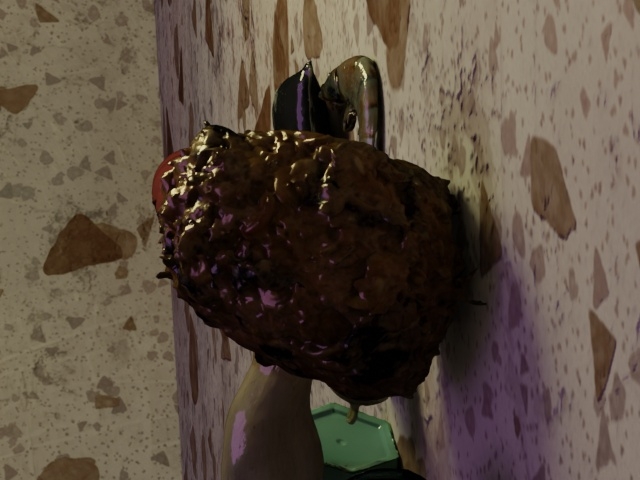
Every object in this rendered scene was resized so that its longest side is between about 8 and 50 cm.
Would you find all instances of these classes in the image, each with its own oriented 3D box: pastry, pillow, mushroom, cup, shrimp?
[{"bbox_3d":[0.000,0.000,1.403,0.193,0.275,0.275,-57,3,-13],"label":"pastry"},{"bbox_3d":[-0.019,-0.111,1.922,0.208,0.055,0.141,-163,69,-84],"label":"pillow"},{"bbox_3d":[-0.039,0.169,1.570,0.097,0.088,0.212,-44,-41,-74],"label":"mushroom"},{"bbox_3d":[-0.004,0.277,1.705,0.148,0.134,0.235,-55,-22,-57],"label":"cup"},{"bbox_3d":[0.027,-0.099,1.754,0.195,0.035,0.148,-179,84,-79],"label":"shrimp"}]

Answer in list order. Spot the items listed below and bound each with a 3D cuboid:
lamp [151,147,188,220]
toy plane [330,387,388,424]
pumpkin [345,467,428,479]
[{"bbox_3d":[-0.157,-0.043,2.539,0.182,0.140,0.182,162,90,-89],"label":"lamp"},{"bbox_3d":[0.023,0.059,1.673,0.108,0.092,0.286,-65,21,21],"label":"toy plane"},{"bbox_3d":[0.059,0.258,1.300,0.194,0.150,0.194,-176,90,-89],"label":"pumpkin"}]
